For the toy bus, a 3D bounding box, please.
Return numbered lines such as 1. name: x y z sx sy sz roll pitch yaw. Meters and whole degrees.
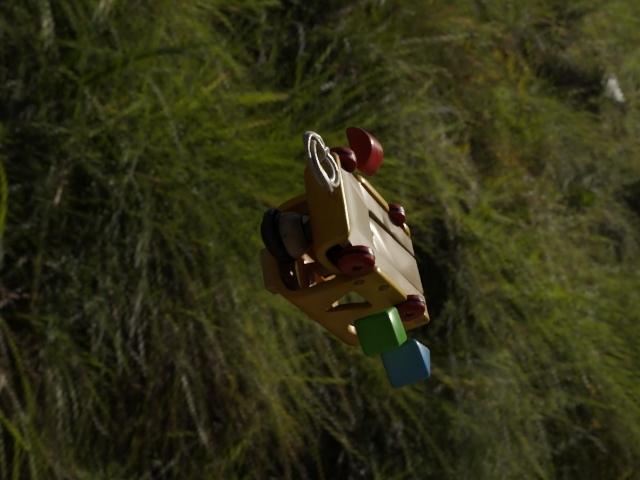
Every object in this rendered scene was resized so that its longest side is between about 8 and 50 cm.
1. toy bus: 0.006 0.009 0.808 0.104 0.202 0.191 -21 12 18
